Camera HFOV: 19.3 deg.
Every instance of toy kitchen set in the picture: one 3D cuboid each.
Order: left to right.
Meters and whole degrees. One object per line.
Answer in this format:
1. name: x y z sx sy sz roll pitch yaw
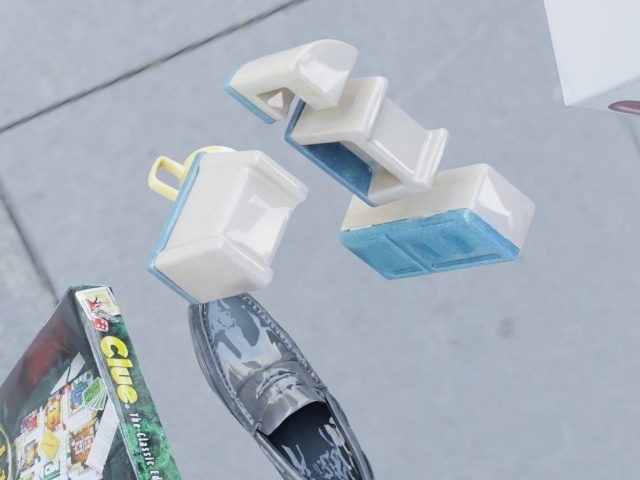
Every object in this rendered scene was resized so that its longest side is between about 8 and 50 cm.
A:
1. toy kitchen set: 0.000 0.000 1.130 0.207 0.122 0.166 37 61 -31

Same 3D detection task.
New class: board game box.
1. board game box: -0.153 0.150 0.987 0.030 0.260 0.136 -3 57 -38

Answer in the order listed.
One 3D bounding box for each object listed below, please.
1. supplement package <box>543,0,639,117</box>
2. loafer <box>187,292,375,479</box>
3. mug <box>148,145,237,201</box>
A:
1. supplement package: 0.307 -0.228 1.407 0.145 0.262 0.204 4 71 -43
2. loafer: -0.023 0.124 1.402 0.076 0.078 0.223 -30 82 -19
3. mug: -0.092 -0.031 1.460 0.064 0.078 0.062 -75 161 -56
